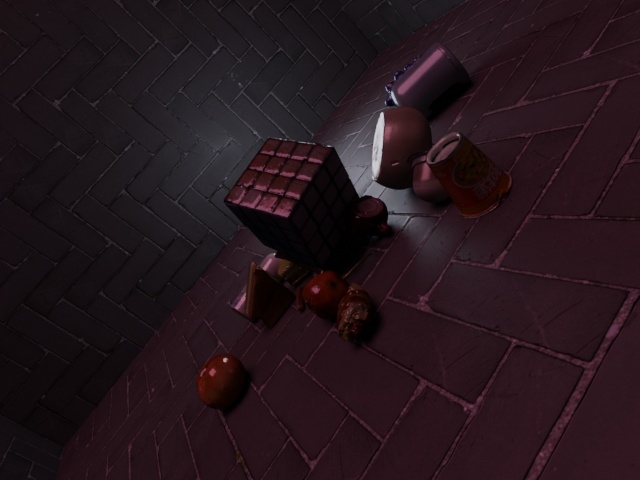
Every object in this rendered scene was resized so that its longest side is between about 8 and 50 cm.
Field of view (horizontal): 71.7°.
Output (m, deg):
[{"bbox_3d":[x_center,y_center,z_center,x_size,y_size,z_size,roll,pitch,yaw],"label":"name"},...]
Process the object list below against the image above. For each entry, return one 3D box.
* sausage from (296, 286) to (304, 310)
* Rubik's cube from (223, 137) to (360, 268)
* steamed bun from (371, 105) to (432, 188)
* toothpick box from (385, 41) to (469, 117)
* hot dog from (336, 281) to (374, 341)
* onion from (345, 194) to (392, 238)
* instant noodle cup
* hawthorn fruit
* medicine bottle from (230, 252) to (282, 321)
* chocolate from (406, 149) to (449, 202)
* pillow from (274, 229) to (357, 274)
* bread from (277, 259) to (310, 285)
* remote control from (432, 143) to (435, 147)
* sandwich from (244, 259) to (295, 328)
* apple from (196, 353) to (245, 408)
[{"bbox_3d":[-0.082,0.237,1.803,0.030,0.035,0.147,-11,26,6],"label":"sausage"},{"bbox_3d":[-0.093,-0.149,1.709,0.344,0.337,0.344,19,67,37],"label":"Rubik's cube"},{"bbox_3d":[0.319,-0.353,1.713,0.324,0.206,0.325,-175,90,-87],"label":"steamed bun"},{"bbox_3d":[0.472,-0.715,2.056,0.354,0.263,0.263,-42,22,21],"label":"toothpick box"},{"bbox_3d":[0.109,0.224,1.370,0.213,0.103,0.146,-74,10,-66],"label":"hot dog"},{"bbox_3d":[0.195,-0.063,1.681,0.173,0.135,0.198,-33,56,-16],"label":"onion"},{"bbox_3d":[0.427,-0.203,1.313,0.193,0.212,0.193,-40,23,21],"label":"instant noodle cup"},{"bbox_3d":[0.064,0.140,1.538,0.285,0.165,0.165,-47,20,-12],"label":"hawthorn fruit"},{"bbox_3d":[-0.275,0.210,2.096,0.341,0.130,0.130,-57,22,-20],"label":"medicine bottle"},{"bbox_3d":[0.391,-0.201,1.490,0.221,0.221,0.147,-15,66,56],"label":"chocolate"},{"bbox_3d":[0.000,0.000,1.846,0.307,0.108,0.305,20,64,40],"label":"pillow"},{"bbox_3d":[-0.111,0.105,1.997,0.138,0.102,0.196,-41,19,11],"label":"bread"},{"bbox_3d":[0.446,-0.355,1.778,0.072,0.042,0.222,-47,21,8],"label":"remote control"},{"bbox_3d":[-0.260,0.234,1.889,0.198,0.227,0.155,-51,20,-6],"label":"sandwich"},{"bbox_3d":[-0.383,0.536,1.695,0.209,0.164,0.209,-43,20,21],"label":"apple"}]
